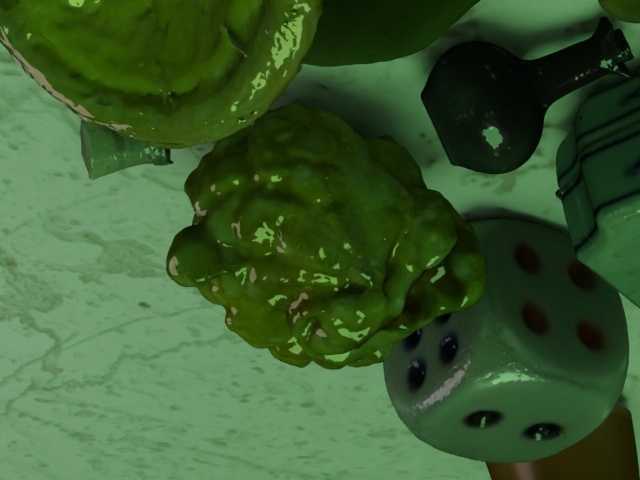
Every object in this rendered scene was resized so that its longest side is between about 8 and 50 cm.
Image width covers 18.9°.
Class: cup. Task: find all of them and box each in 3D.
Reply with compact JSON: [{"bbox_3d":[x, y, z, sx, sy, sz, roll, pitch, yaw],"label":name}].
[{"bbox_3d":[0.297,0.329,2.260,0.182,0.264,0.226,-9,159,-7],"label":"cup"}]

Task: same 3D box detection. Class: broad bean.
[{"bbox_3d":[0.042,-0.234,1.483,0.238,0.119,0.291,8,148,-33],"label":"broad bean"}]

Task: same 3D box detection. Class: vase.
[{"bbox_3d":[0.182,-0.133,1.668,0.183,0.120,0.120,-24,144,5],"label":"vase"}]

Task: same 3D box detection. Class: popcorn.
[{"bbox_3d":[0.000,0.000,1.740,0.242,0.235,0.250,-37,141,20],"label":"popcorn"}]

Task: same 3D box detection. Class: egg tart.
[{"bbox_3d":[-0.122,-0.242,1.366,0.345,0.132,0.345,17,125,26],"label":"egg tart"}]

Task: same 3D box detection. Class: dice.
[{"bbox_3d":[0.186,0.103,1.946,0.192,0.193,0.194,16,143,-30],"label":"dice"}]

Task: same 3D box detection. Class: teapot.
[{"bbox_3d":[-0.173,-0.089,1.743,0.083,0.057,0.067,-5,141,-13],"label":"teapot"}]

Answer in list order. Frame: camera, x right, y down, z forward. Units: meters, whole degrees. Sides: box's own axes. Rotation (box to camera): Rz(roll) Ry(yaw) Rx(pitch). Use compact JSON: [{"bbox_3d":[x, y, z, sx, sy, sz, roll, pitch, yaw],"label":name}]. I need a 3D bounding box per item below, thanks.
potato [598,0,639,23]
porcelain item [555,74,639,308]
[{"bbox_3d":[0.305,-0.235,1.541,0.188,0.085,0.105,-21,146,17],"label":"potato"},{"bbox_3d":[0.380,-0.053,1.760,0.286,0.157,0.281,-26,143,28],"label":"porcelain item"}]
